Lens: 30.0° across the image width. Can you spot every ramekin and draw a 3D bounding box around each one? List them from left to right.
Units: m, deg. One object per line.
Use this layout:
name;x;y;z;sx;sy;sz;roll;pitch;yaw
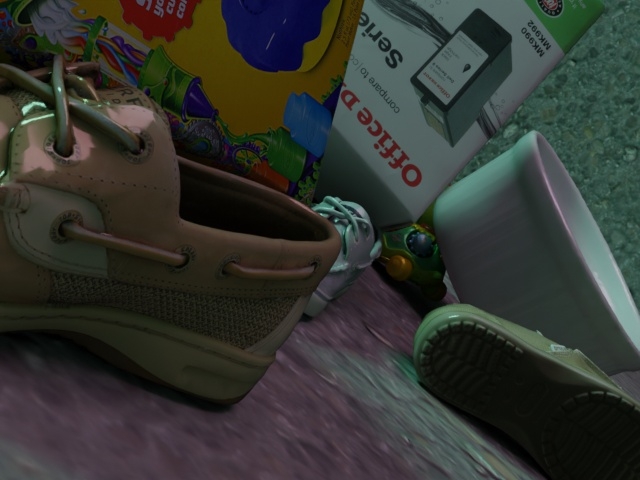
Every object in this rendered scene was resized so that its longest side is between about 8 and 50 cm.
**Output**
ramekin;0.233;0.034;1.280;0.277;0.135;0.277;53;20;-29

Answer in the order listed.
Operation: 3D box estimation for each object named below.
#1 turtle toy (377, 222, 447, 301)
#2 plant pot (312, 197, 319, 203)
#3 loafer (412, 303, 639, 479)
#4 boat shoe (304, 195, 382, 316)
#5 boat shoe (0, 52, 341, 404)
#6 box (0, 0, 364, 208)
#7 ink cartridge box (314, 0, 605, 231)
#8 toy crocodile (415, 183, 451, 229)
turtle toy;0.091;0.006;1.291;0.095;0.066;0.130;30;6;-47
plant pot;-0.026;-0.152;1.162;0.188;0.187;0.167;45;-21;-15
loafer;0.189;0.128;1.009;0.268;0.102;0.092;36;16;-18
boat shoe;0.001;0.001;0.919;0.079;0.081;0.227;41;9;8
boat shoe;-0.116;-0.027;0.498;0.121;0.110;0.341;47;11;35
box;-0.114;-0.199;0.629;0.177;0.290;0.279;5;-14;37
ink cartridge box;0.078;-0.175;1.052;0.211;0.289;0.121;47;-20;-13
toy crocodile;0.099;-0.085;1.360;0.115;0.105;0.340;27;-25;33
